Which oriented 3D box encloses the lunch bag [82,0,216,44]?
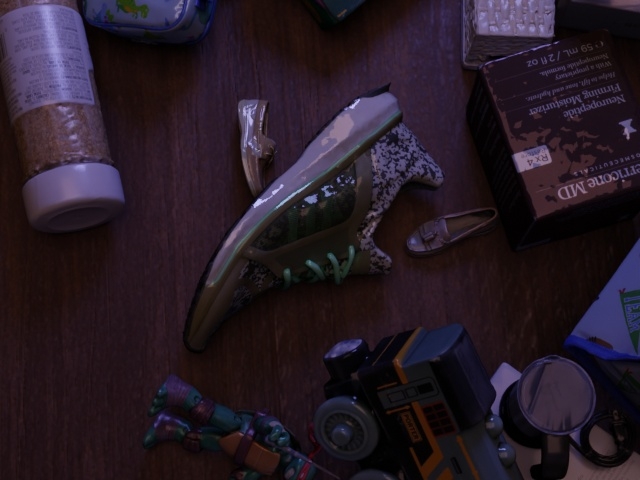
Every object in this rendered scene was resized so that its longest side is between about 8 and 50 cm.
[{"bbox_3d":[-0.205,-0.364,1.498,0.176,0.090,0.219,8,88,26],"label":"lunch bag"}]

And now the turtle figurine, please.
[{"bbox_3d":[-0.090,0.249,1.367,0.234,0.118,0.175,25,118,8],"label":"turtle figurine"}]

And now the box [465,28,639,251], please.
[{"bbox_3d":[0.292,-0.118,1.427,0.168,0.167,0.203,-17,76,-4],"label":"box"}]

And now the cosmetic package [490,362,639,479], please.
[{"bbox_3d":[0.276,0.259,1.374,0.231,0.085,0.117,35,78,11],"label":"cosmetic package"}]

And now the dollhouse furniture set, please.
[{"bbox_3d":[0.416,-0.423,1.440,0.198,0.286,0.303,9,87,5],"label":"dollhouse furniture set"}]

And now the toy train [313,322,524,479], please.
[{"bbox_3d":[0.126,0.250,1.290,0.190,0.142,0.334,-21,98,29],"label":"toy train"}]

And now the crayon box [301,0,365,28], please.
[{"bbox_3d":[0.064,-0.428,1.526,0.278,0.081,0.165,-41,103,-9],"label":"crayon box"}]

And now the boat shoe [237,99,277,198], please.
[{"bbox_3d":[-0.079,-0.120,1.492,0.045,0.050,0.135,-8,75,4],"label":"boat shoe"}]

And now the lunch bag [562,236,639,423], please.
[{"bbox_3d":[0.524,0.125,1.305,0.328,0.239,0.385,-50,117,-11],"label":"lunch bag"}]

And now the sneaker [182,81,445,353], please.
[{"bbox_3d":[0.000,0.000,1.419,0.182,0.158,0.410,42,82,1],"label":"sneaker"}]

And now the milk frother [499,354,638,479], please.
[{"bbox_3d":[0.282,0.192,1.279,0.143,0.135,0.129,-17,75,-4],"label":"milk frother"}]

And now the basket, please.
[{"bbox_3d":[0.243,-0.314,1.511,0.113,0.103,0.167,2,75,1],"label":"basket"}]

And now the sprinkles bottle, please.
[{"bbox_3d":[-0.342,-0.192,1.476,0.121,0.121,0.355,-14,76,-3],"label":"sprinkles bottle"}]

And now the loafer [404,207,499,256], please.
[{"bbox_3d":[0.165,-0.016,1.467,0.125,0.039,0.045,-19,75,-4],"label":"loafer"}]
